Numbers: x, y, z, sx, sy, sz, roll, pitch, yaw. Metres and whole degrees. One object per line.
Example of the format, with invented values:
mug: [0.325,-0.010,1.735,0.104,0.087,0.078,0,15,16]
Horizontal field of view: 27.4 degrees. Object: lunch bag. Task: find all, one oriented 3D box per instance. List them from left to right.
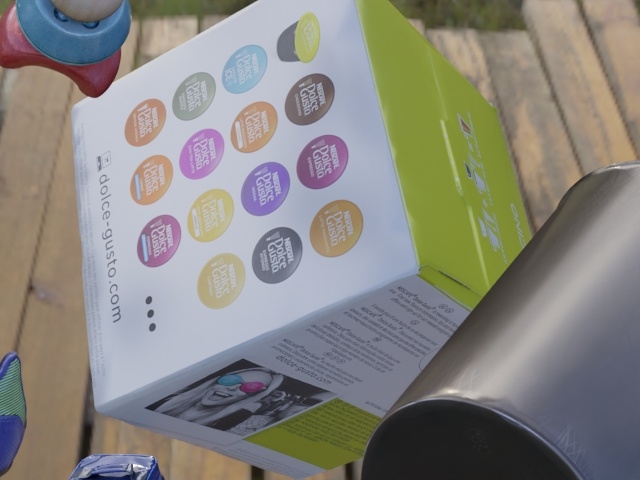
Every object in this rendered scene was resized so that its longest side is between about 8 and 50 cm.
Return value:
lunch bag: [-0.187,0.236,1.215,0.098,0.065,0.067,-5,33,23]

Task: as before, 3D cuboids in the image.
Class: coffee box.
coffee box: [0.000,0.000,1.283,0.334,0.338,0.338,-25,58,23]

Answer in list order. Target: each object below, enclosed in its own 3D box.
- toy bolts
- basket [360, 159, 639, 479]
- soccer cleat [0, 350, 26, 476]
toy bolts: [-0.197,-0.246,1.003,0.218,0.158,0.229,13,71,-18]
basket: [0.136,0.083,0.613,0.204,0.154,0.227,44,43,15]
soccer cleat: [-0.349,0.099,0.915,0.289,0.121,0.093,11,4,-11]
